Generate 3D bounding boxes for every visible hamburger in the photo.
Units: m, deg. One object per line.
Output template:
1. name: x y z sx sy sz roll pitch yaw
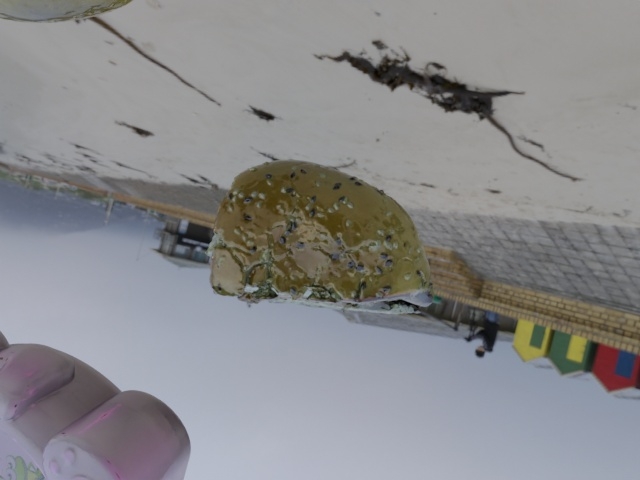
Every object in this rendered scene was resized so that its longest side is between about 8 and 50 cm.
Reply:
1. hamburger: 0.000 0.000 0.610 0.288 0.192 0.167 2 177 4

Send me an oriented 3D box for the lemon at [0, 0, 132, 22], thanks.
1. lemon: -0.249 -0.309 0.388 0.268 0.267 0.267 15 179 0

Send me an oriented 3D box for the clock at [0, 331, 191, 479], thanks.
1. clock: -0.303 0.246 0.497 0.323 0.295 0.113 23 -163 16
